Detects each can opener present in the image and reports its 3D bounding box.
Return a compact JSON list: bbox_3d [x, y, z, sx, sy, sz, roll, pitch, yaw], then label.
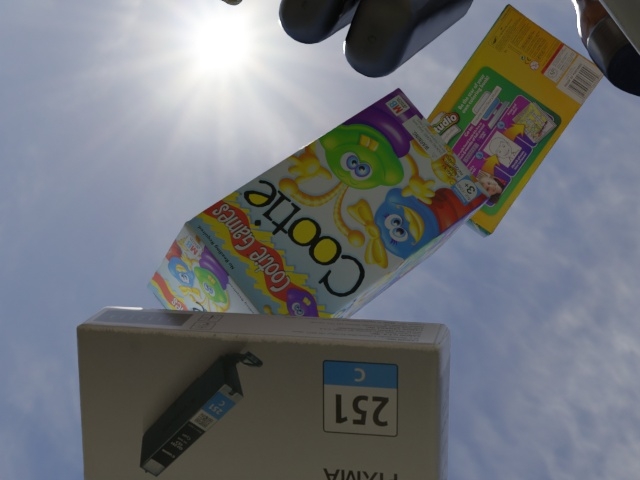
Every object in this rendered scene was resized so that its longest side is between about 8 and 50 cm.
[{"bbox_3d":[0.059,-0.165,0.661,0.074,0.280,0.093,27,-57,10],"label":"can opener"}]

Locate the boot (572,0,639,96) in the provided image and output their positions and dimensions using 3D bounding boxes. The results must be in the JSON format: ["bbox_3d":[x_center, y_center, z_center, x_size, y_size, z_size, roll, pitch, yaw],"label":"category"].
[{"bbox_3d":[0.357,-0.227,1.263,0.280,0.264,0.096,-102,-147,-48],"label":"boot"}]

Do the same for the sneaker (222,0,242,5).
[{"bbox_3d":[-0.175,-0.388,1.621,0.071,0.190,0.083,-49,-146,19],"label":"sneaker"}]

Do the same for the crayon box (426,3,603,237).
[{"bbox_3d":[0.244,-0.163,1.633,0.165,0.081,0.278,36,-89,4],"label":"crayon box"}]

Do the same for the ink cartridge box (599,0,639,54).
[{"bbox_3d":[0.376,-0.088,0.889,0.091,0.385,0.308,-44,-125,27],"label":"ink cartridge box"}]

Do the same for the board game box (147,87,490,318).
[{"bbox_3d":[0.000,0.000,1.105,0.275,0.144,0.142,-35,172,-32],"label":"board game box"}]

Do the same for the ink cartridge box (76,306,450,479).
[{"bbox_3d":[-0.045,0.192,0.965,0.296,0.066,0.261,2,-76,12],"label":"ink cartridge box"}]
